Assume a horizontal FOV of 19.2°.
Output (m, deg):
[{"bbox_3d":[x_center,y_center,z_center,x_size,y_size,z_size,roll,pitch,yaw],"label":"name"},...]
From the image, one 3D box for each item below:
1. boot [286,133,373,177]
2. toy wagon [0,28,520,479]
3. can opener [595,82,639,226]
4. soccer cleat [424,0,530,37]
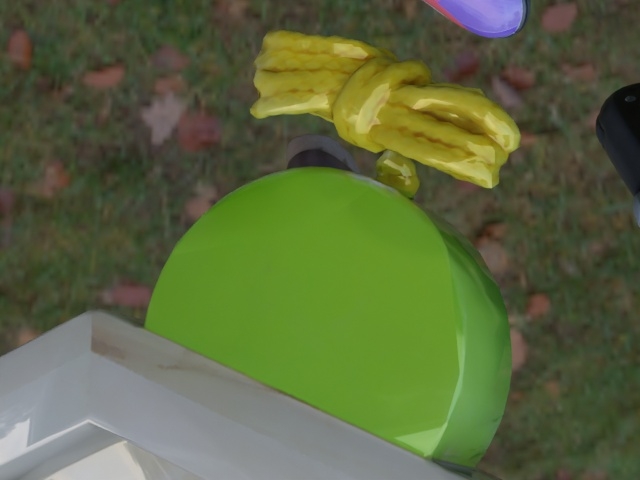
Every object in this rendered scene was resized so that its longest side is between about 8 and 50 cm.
[{"bbox_3d":[0.000,0.000,0.695,0.042,0.087,0.118,-15,153,14],"label":"boot"},{"bbox_3d":[-0.033,0.124,0.427,0.267,0.344,0.068,22,179,29],"label":"toy wagon"},{"bbox_3d":[0.138,-0.004,0.616,0.059,0.186,0.073,-21,131,2],"label":"can opener"},{"bbox_3d":[0.047,-0.277,1.696,0.318,0.116,0.108,42,141,15],"label":"soccer cleat"}]
